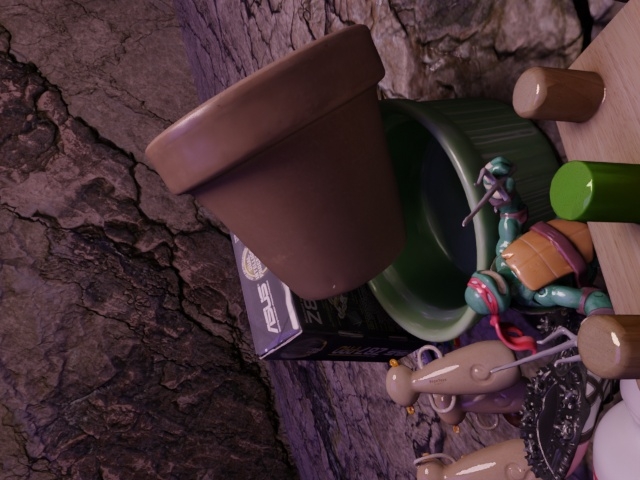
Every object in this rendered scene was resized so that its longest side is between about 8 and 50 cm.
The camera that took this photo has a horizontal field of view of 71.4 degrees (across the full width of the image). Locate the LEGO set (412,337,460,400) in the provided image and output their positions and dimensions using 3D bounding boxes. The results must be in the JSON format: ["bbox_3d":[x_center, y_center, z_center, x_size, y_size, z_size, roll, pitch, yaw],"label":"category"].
[{"bbox_3d":[0.215,0.192,0.777,0.244,0.060,0.183,96,152,-69],"label":"LEGO set"}]

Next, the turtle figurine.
[{"bbox_3d":[0.201,0.004,0.380,0.175,0.234,0.118,57,176,21],"label":"turtle figurine"}]

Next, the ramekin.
[{"bbox_3d":[0.159,-0.038,0.580,0.303,0.148,0.304,164,90,-70],"label":"ramekin"}]

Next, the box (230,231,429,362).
[{"bbox_3d":[0.000,0.000,0.742,0.097,0.318,0.395,-36,57,27],"label":"box"}]

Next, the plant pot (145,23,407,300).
[{"bbox_3d":[-0.015,-0.067,0.502,0.229,0.263,0.263,59,163,-16],"label":"plant pot"}]

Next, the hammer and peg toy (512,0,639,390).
[{"bbox_3d":[0.222,-0.110,0.227,0.266,0.127,0.362,115,155,-65],"label":"hammer and peg toy"}]

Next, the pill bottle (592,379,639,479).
[{"bbox_3d":[0.313,0.231,0.342,0.176,0.176,0.319,-159,56,-65],"label":"pill bottle"}]

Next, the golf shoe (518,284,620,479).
[{"bbox_3d":[0.260,0.141,0.435,0.077,0.093,0.198,164,124,-75],"label":"golf shoe"}]

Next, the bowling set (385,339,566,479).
[{"bbox_3d":[0.207,0.261,0.558,0.199,0.154,0.287,13,-121,-65],"label":"bowling set"}]
